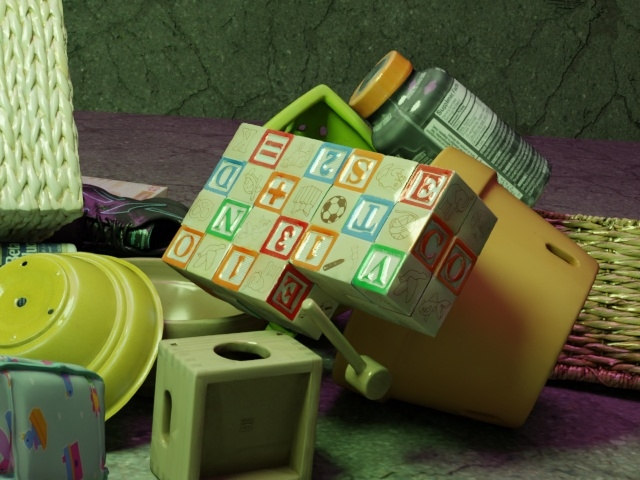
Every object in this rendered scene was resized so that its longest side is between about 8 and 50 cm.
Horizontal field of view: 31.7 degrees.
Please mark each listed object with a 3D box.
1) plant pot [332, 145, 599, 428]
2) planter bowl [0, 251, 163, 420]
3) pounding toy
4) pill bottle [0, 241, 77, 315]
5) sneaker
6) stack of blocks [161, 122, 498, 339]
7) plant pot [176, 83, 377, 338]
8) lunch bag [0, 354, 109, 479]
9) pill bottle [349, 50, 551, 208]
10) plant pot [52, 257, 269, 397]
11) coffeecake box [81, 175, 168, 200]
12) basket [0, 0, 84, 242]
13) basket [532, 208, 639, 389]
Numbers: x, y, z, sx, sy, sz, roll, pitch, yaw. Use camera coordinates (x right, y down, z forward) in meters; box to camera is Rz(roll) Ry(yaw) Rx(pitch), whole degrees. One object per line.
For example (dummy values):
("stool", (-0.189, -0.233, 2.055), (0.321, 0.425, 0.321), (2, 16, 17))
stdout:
("plant pot", (0.168, 0.069, 1.222), (0.203, 0.291, 0.291), (26, 18, 11))
("planter bowl", (-0.267, 0.079, 1.073), (0.217, 0.090, 0.217), (-9, 53, 12))
("pounding toy", (-0.043, 0.128, 1.036), (0.206, 0.181, 0.094), (-3, 16, -31))
("pill bottle", (-0.389, 0.048, 1.392), (0.169, 0.094, 0.094), (1, 15, -17))
("sneaker", (-0.313, -0.027, 1.711), (0.267, 0.101, 0.106), (0, 18, -22))
("stack of blocks", (0.000, 0.000, 1.085), (0.297, 0.171, 0.087), (17, -17, 45))
("plant pot", (-0.027, -0.018, 1.401), (0.228, 0.207, 0.227), (46, 43, -2))
("lunch bag", (-0.292, 0.151, 0.832), (0.224, 0.108, 0.279), (-8, -10, 8))
("pill bottle", (0.152, -0.121, 1.374), (0.245, 0.130, 0.130), (39, 10, -10))
("plant pot", (-0.176, 0.101, 1.238), (0.237, 0.110, 0.237), (7, 14, -2))
("coffeecake box", (-0.362, -0.056, 1.867), (0.185, 0.068, 0.142), (8, 14, 7))
("basket", (-0.495, -0.144, 1.441), (0.266, 0.331, 0.328), (-1, -14, -37))
("basket", (0.364, 0.104, 1.462), (0.299, 0.223, 0.213), (6, -19, 11))
